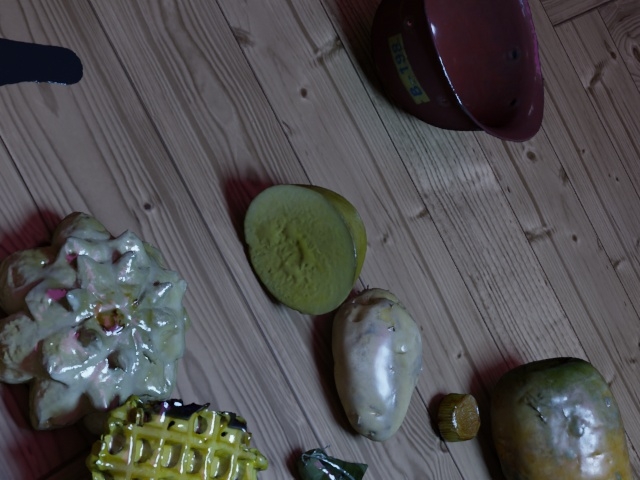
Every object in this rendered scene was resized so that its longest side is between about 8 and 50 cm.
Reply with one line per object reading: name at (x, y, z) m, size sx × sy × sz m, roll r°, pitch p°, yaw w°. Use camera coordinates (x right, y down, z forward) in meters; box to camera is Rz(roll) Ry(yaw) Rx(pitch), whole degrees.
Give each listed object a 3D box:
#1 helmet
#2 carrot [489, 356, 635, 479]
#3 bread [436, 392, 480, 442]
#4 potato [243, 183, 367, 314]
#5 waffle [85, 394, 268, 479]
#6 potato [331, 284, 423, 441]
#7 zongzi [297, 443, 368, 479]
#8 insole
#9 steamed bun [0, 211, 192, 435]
helmet at (0.225, -0.340, 1.943) m, size 0.337 × 0.230 × 0.385 m, roll -42°, pitch 110°, yaw -44°
carrot at (0.420, 0.378, 1.816) m, size 0.224 × 0.224 × 0.341 m, roll -13°, pitch 89°, yaw -46°
bread at (0.227, 0.299, 1.783) m, size 0.085 × 0.053 × 0.085 m, roll 10°, pitch 77°, yaw -46°
potato at (0.000, 0.000, 1.637) m, size 0.203 × 0.178 × 0.158 m, roll 44°, pitch 25°, yaw 14°
waffle at (-0.176, 0.323, 1.326) m, size 0.311 × 0.060 × 0.307 m, roll -25°, pitch 112°, yaw -49°
potato at (0.087, 0.184, 1.647) m, size 0.161 × 0.128 × 0.235 m, roll 34°, pitch 56°, yaw -23°
zongzi at (0.019, 0.333, 1.573) m, size 0.109 × 0.055 × 0.119 m, roll 52°, pitch 33°, yaw -10°
insole at (-0.423, -0.242, 1.442) m, size 0.232 × 0.003 × 0.080 m, roll -9°, pitch 78°, yaw -46°
steamed bun at (-0.270, 0.095, 1.343) m, size 0.295 × 0.137 × 0.292 m, roll 8°, pitch 66°, yaw -40°
